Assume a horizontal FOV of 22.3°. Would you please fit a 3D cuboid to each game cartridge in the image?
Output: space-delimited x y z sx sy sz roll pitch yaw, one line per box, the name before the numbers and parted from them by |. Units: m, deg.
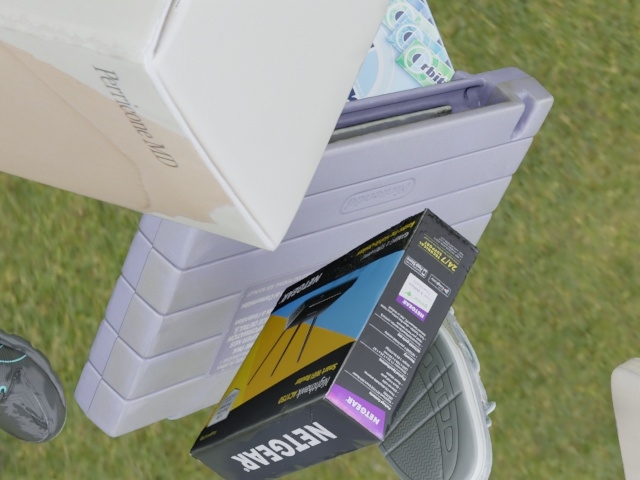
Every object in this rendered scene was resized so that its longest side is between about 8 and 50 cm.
game cartridge | 0.000 0.000 1.130 0.355 0.068 0.230 -16 145 -47

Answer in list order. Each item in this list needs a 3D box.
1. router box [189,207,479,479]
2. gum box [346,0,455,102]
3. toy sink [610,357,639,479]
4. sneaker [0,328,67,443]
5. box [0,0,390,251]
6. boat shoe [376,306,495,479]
router box | 0.005 0.067 0.942 0.046 0.179 0.133 37 59 -13
gum box | 0.026 -0.123 1.412 0.184 0.041 0.157 -22 93 4
toy sink | 0.283 0.134 0.831 0.131 0.234 0.153 -27 119 -25
sneaker | -0.341 0.112 1.459 0.101 0.106 0.267 -30 120 30
box | -0.145 -0.113 0.581 0.121 0.311 0.148 -67 156 -17
boat shoe | 0.104 0.127 1.557 0.103 0.320 0.118 25 114 -32
